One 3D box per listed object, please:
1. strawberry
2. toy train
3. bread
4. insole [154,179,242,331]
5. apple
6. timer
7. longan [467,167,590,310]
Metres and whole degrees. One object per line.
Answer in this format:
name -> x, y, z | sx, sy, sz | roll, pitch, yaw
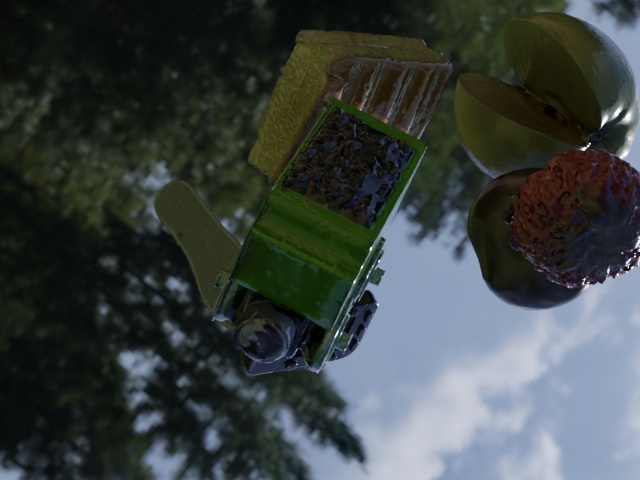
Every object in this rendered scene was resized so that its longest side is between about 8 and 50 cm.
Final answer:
strawberry -> 0.255, -0.018, 1.487 | 0.145, 0.145, 0.086 | -46, -148, 17
toy train -> 0.000, 0.000, 1.818 | 0.307, 0.173, 0.249 | -59, 176, -49
bread -> 0.038, -0.185, 2.267 | 0.111, 0.239, 0.246 | 51, -51, 39
insole -> -0.136, 0.015, 1.898 | 0.080, 0.232, 0.003 | -36, 156, 5
apple -> 0.359, -0.209, 2.412 | 0.292, 0.292, 0.254 | -49, -133, 3
timer -> -0.018, 0.131, 2.267 | 0.055, 0.187, 0.144 | 63, -33, 32
longan -> 0.307, -0.006, 2.161 | 0.198, 0.198, 0.212 | -40, -146, 37
